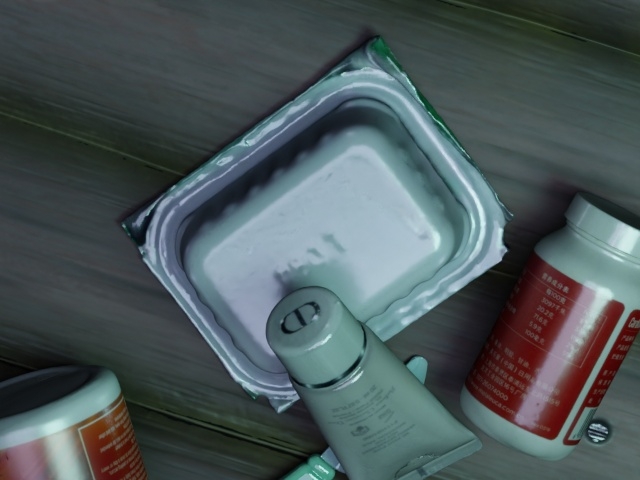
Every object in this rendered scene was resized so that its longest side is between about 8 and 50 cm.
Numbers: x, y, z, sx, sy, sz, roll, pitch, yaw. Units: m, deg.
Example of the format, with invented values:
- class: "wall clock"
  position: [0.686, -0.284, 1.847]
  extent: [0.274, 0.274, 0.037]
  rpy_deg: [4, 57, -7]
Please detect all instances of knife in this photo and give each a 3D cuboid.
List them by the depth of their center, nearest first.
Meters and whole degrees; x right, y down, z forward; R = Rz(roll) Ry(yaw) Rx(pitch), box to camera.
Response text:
- class: "knife"
  position: [0.026, 0.224, 1.958]
  extent: [0.260, 0.034, 0.063]
  rpy_deg: [-42, 100, 7]

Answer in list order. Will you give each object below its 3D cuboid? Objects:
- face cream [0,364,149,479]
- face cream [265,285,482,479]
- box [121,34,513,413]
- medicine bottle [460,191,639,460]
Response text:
- class: "face cream"
  position: [-0.277, 0.241, 1.889]
  extent: [0.201, 0.201, 0.187]
  rpy_deg: [-15, 101, 6]
- class: "face cream"
  position: [0.046, 0.162, 1.855]
  extent: [0.143, 0.089, 0.314]
  rpy_deg: [-29, 134, 6]
- class: "box"
  position: [0.000, 0.000, 1.874]
  extent: [0.337, 0.106, 0.264]
  rpy_deg: [-36, 97, 9]
- class: "medicine bottle"
  position: [0.244, 0.085, 1.864]
  extent: [0.131, 0.131, 0.250]
  rpy_deg: [25, 101, -2]
